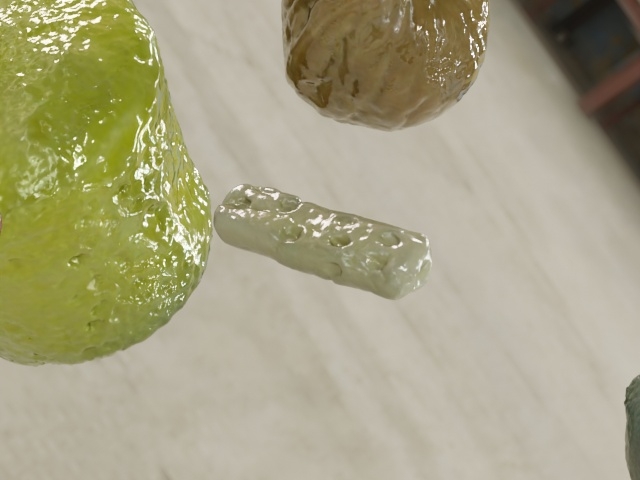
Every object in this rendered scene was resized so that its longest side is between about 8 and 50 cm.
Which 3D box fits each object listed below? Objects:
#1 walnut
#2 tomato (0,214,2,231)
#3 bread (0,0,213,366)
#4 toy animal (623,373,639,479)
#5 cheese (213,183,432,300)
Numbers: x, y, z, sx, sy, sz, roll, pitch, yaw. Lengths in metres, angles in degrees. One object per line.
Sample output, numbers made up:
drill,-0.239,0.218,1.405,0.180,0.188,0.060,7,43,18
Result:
walnut,0.063,-0.219,1.795,0.228,0.228,0.228,49,15,-18
tomato,-0.310,0.031,1.258,0.228,0.199,0.112,-85,173,-69
bread,-0.277,-0.065,1.865,0.308,0.348,0.348,57,8,-47
toy animal,0.253,0.103,1.303,0.070,0.079,0.253,41,46,-54
cheese,0.000,0.000,1.494,0.065,0.194,0.043,-40,138,-39
